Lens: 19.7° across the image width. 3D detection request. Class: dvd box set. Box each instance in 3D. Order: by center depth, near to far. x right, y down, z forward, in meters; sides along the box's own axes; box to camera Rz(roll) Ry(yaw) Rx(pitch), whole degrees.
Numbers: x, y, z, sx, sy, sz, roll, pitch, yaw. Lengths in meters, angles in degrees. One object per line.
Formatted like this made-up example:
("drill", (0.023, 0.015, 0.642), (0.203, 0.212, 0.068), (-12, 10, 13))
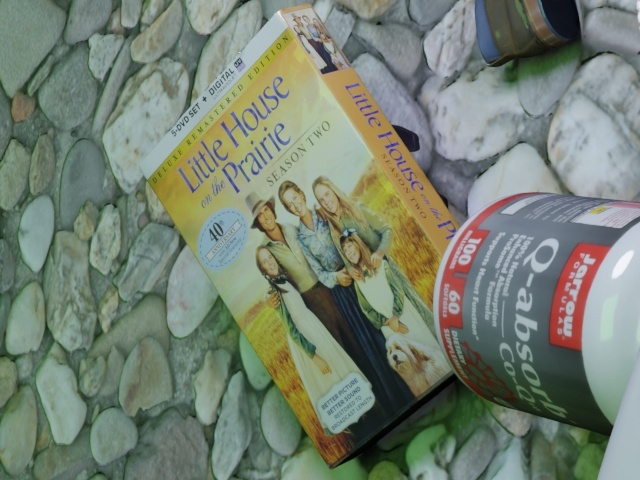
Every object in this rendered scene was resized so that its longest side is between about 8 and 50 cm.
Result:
("dvd box set", (0.000, 0.000, 2.002), (0.307, 0.062, 0.420), (-42, 75, 40))

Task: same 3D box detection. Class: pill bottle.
("pill bottle", (0.274, 0.069, 1.617), (0.363, 0.210, 0.210), (9, 90, 61))

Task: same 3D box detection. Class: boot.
("boot", (0.193, -0.289, 1.929), (0.106, 0.082, 0.219), (-29, 64, 42))

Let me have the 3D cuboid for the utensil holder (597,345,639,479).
("utensil holder", (0.338, 0.263, 1.314), (0.328, 0.328, 0.385), (33, 116, 49))

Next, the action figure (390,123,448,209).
("action figure", (0.013, -0.031, 2.098), (0.285, 0.099, 0.185), (-27, 70, 50))

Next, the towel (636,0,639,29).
("towel", (0.352, -0.290, 1.774), (0.144, 0.029, 0.197), (-27, 63, 45))
